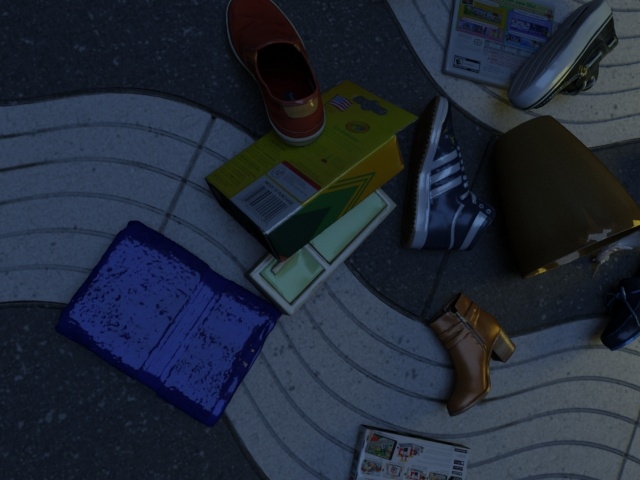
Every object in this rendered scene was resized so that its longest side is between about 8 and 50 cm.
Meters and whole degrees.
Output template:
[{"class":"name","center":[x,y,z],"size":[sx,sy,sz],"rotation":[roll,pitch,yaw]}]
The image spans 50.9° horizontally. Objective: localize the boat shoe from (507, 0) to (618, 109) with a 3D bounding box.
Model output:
[{"class":"boat shoe","center":[0.484,-0.336,1.278],"size":[0.335,0.121,0.119],"rotation":[-46,106,-24]}]

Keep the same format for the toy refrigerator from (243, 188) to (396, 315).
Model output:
[{"class":"toy refrigerator","center":[0.000,0.000,1.172],"size":[0.269,0.094,0.102],"rotation":[-45,97,-12]}]

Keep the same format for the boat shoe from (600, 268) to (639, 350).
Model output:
[{"class":"boat shoe","center":[0.615,0.109,1.320],"size":[0.089,0.109,0.258],"rotation":[48,61,1]}]

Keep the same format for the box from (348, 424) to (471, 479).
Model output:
[{"class":"box","center":[0.161,0.409,1.209],"size":[0.207,0.036,0.114],"rotation":[15,83,-12]}]

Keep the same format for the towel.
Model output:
[{"class":"towel","center":[-0.248,0.135,1.120],"size":[0.308,0.076,0.227],"rotation":[34,72,-8]}]

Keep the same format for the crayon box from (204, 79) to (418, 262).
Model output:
[{"class":"crayon box","center":[-0.008,-0.127,1.128],"size":[0.319,0.202,0.081],"rotation":[-38,137,-13]}]

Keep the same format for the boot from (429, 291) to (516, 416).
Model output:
[{"class":"boot","center":[0.253,0.207,1.231],"size":[0.152,0.073,0.197],"rotation":[45,66,-8]}]

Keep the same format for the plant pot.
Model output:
[{"class":"plant pot","center":[0.425,-0.091,1.228],"size":[0.237,0.237,0.254],"rotation":[-20,78,-14]}]

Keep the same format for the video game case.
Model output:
[{"class":"video game case","center":[0.353,-0.397,1.323],"size":[0.213,0.023,0.193],"rotation":[11,84,-12]}]

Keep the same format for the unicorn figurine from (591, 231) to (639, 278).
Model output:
[{"class":"unicorn figurine","center":[0.609,0.003,1.319],"size":[0.111,0.162,0.060],"rotation":[-29,88,-41]}]

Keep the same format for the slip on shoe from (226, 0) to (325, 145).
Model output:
[{"class":"slip on shoe","center":[-0.076,-0.312,1.131],"size":[0.123,0.101,0.331],"rotation":[-17,62,-10]}]

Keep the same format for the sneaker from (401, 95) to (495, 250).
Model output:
[{"class":"sneaker","center":[0.245,-0.115,1.235],"size":[0.153,0.099,0.282],"rotation":[9,91,-8]}]
